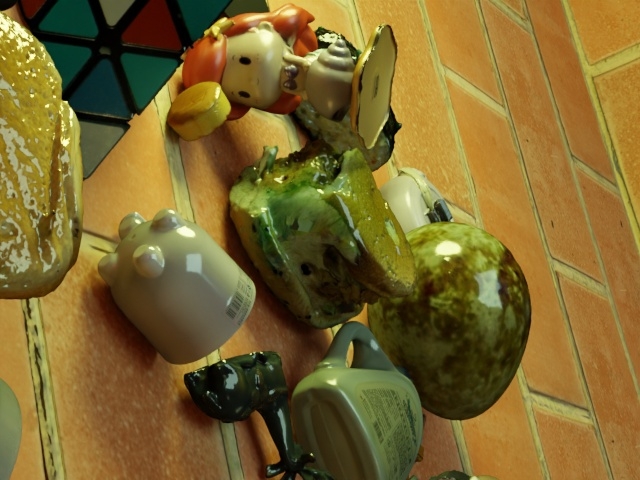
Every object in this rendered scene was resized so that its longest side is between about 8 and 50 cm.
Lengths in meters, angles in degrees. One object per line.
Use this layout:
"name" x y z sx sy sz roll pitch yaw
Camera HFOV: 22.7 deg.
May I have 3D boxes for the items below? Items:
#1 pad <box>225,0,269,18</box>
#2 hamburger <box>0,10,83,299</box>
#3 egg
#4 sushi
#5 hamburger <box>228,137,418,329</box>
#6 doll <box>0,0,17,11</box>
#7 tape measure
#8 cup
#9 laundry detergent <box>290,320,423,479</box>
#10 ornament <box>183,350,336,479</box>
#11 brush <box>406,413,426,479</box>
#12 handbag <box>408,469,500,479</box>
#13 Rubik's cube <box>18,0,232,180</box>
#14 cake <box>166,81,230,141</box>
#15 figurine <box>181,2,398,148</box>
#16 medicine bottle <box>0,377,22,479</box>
"pad" -0.143 -0.395 2.344 0.315 0.063 0.375 47 24 -50
"hamburger" -0.357 -0.087 1.458 0.284 0.174 0.304 37 38 -44
"egg" 0.191 0.116 2.309 0.238 0.238 0.289 -11 86 -65
"sushi" 0.032 -0.212 2.403 0.225 0.124 0.127 55 28 -24
"hamburger" 0.000 0.000 2.105 0.288 0.168 0.192 60 24 -15
"doll" -0.389 -0.281 1.675 0.179 0.089 0.102 16 95 -47
"tape measure" 0.163 -0.015 2.524 0.196 0.105 0.178 59 26 -19
"cup" -0.165 0.031 1.794 0.142 0.134 0.173 50 31 -29
"laundry detergent" 0.061 0.219 2.111 0.215 0.105 0.280 68 25 -13
"ornament" -0.061 0.248 1.879 0.202 0.080 0.236 -4 73 -68
"brush" 0.112 0.338 2.229 0.090 0.017 0.314 49 31 -29
"handbag" 0.182 0.436 2.111 0.283 0.149 0.302 62 27 -18
"Rubik's cube" -0.272 -0.186 1.840 0.250 0.284 0.234 23 67 -23
"cake" -0.157 -0.167 2.040 0.044 0.084 0.084 54 28 -33
"figurine" -0.037 -0.228 2.134 0.181 0.257 0.208 76 32 -57
"medicine bottle" -0.377 0.125 1.163 0.232 0.238 0.238 51 29 -34
